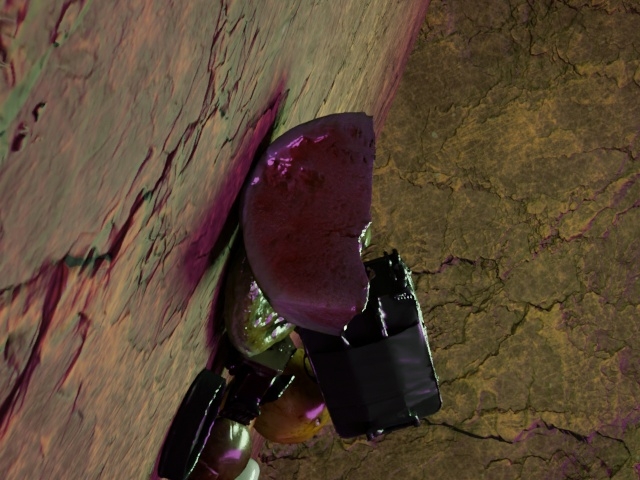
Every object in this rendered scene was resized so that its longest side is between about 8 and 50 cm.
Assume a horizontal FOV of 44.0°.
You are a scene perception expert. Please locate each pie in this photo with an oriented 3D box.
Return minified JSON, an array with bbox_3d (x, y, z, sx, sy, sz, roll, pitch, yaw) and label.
[{"bbox_3d":[-0.052,0.055,1.283,0.323,0.071,0.323,-46,151,-34],"label":"pie"}]

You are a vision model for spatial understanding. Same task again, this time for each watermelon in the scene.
[{"bbox_3d":[-0.003,-0.034,1.094,0.224,0.180,0.305,41,48,-55],"label":"watermelon"}]

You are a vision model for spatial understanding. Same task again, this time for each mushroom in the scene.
[{"bbox_3d":[-0.193,0.390,1.398,0.170,0.135,0.080,-49,-144,-1],"label":"mushroom"}]

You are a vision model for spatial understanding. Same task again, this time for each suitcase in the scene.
[{"bbox_3d":[0.098,0.230,1.724,0.194,0.283,0.433,-103,175,-59],"label":"suitcase"}]

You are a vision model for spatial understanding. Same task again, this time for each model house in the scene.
[{"bbox_3d":[-0.127,0.236,1.421,0.164,0.141,0.203,-57,172,21],"label":"model house"}]

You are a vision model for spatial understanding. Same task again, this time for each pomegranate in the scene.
[{"bbox_3d":[-0.080,0.374,1.927,0.248,0.248,0.248,21,90,-86],"label":"pomegranate"}]

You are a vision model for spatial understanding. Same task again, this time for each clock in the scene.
[{"bbox_3d":[-0.201,0.298,1.268,0.184,0.040,0.184,20,90,-86],"label":"clock"}]

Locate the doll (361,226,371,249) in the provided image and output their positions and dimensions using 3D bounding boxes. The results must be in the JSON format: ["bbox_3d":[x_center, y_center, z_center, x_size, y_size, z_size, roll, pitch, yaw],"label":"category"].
[{"bbox_3d":[0.000,0.000,1.543,0.260,0.162,0.177,-66,161,-46],"label":"doll"}]

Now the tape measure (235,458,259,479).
[{"bbox_3d":[-0.237,0.628,1.834,0.258,0.130,0.265,109,-2,-54],"label":"tape measure"}]

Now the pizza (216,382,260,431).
[{"bbox_3d":[-0.190,0.391,1.629,0.365,0.074,0.182,-58,166,-71],"label":"pizza"}]

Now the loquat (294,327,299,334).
[{"bbox_3d":[0.007,0.133,1.905,0.244,0.244,0.243,21,90,-86],"label":"loquat"}]
